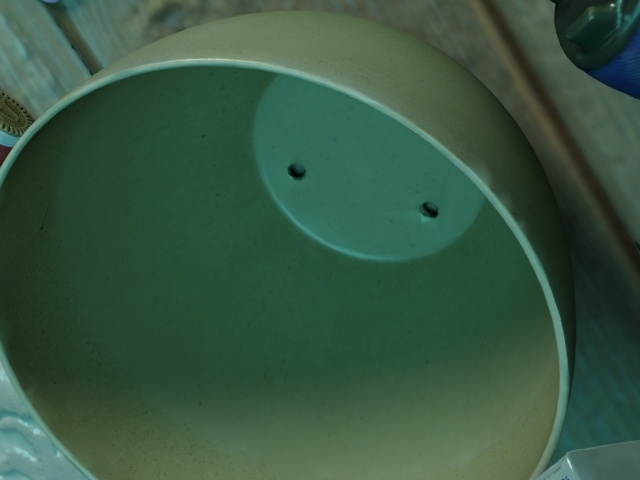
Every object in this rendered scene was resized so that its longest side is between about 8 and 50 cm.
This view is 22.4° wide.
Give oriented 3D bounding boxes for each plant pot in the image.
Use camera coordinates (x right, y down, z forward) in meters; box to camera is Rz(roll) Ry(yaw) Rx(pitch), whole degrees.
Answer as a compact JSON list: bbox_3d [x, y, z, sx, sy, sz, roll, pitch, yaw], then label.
[{"bbox_3d":[0.000,0.000,0.812,0.284,0.191,0.284,9,123,15],"label":"plant pot"}]

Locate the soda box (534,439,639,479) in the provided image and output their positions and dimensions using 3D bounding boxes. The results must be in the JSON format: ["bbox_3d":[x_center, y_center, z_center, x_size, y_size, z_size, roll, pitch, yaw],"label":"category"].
[{"bbox_3d":[0.199,0.149,0.779,0.091,0.286,0.098,-47,59,36],"label":"soda box"}]

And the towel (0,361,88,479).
[{"bbox_3d":[-0.211,0.179,1.093,0.332,0.053,0.317,13,124,12],"label":"towel"}]

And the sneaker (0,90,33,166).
[{"bbox_3d":[-0.232,-0.078,0.942,0.118,0.042,0.067,37,123,-7],"label":"sneaker"}]

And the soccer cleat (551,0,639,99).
[{"bbox_3d":[0.211,-0.179,0.701,0.121,0.093,0.289,16,127,-27],"label":"soccer cleat"}]

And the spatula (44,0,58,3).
[{"bbox_3d":[-0.147,-0.252,0.807,0.084,0.030,0.296,24,126,8],"label":"spatula"}]
